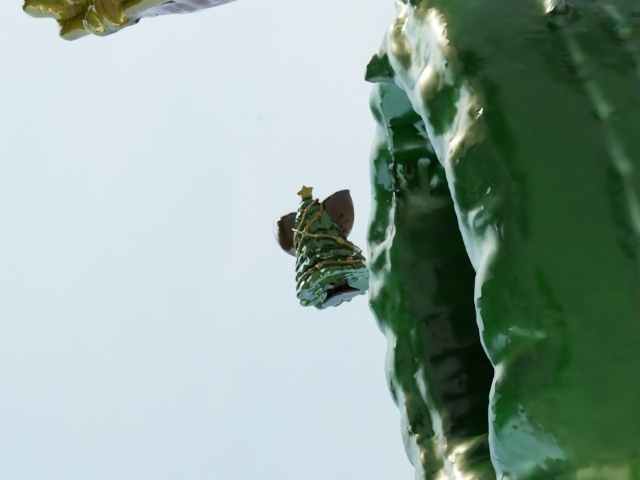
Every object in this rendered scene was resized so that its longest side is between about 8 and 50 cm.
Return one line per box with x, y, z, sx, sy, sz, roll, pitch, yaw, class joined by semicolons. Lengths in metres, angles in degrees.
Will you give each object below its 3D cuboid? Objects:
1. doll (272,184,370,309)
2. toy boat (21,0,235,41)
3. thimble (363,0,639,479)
-0.002;0.002;1.700;0.078;0.076;0.113;-23;-96;12;doll
-0.010;-0.207;0.839;0.099;0.318;0.141;29;-164;-15;toy boat
0.059;0.006;0.401;0.090;0.118;0.130;-7;-100;-9;thimble
